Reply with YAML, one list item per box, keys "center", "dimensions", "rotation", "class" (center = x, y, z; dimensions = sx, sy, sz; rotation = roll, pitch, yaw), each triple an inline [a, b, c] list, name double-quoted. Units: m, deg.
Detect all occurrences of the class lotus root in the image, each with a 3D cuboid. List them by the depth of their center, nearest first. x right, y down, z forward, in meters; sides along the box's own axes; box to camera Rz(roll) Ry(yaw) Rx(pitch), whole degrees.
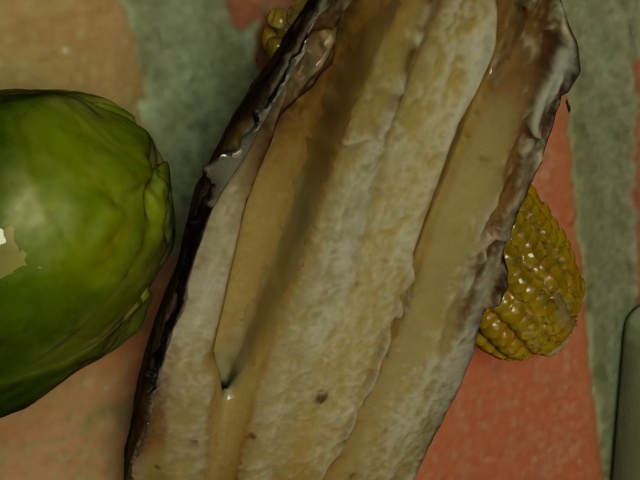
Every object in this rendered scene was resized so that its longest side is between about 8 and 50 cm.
- center: [0.000, -0.001, 0.586]
  dimensions: [0.167, 0.078, 0.329]
  rotation: [4, 122, -31]
  class: "lotus root"

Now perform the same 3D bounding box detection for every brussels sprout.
- center: [-0.128, 0.001, 0.525]
  dimensions: [0.117, 0.155, 0.155]
  rotation: [35, 82, 3]
  class: "brussels sprout"

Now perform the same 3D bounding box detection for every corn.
- center: [0.056, -0.030, 0.653]
  dimensions: [0.080, 0.080, 0.238]
  rotation: [-44, 115, -14]
  class: "corn"

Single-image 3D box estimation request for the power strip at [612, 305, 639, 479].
- center: [0.221, 0.226, 0.818]
  dimensions: [0.091, 0.062, 0.385]
  rotation: [-4, 103, -29]
  class: "power strip"
